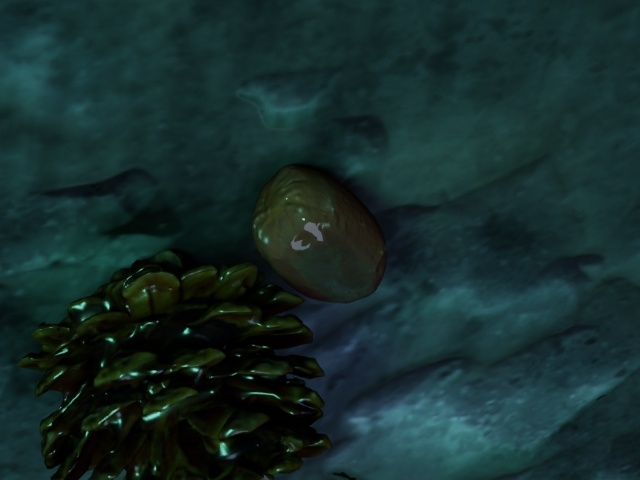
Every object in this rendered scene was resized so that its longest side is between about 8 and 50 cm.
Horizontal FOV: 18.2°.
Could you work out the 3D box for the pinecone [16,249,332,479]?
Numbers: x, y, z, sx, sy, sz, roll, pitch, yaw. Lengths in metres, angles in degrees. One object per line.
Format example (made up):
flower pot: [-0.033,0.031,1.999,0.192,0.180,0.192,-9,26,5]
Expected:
pinecone: [-0.069,0.089,1.026,0.174,0.173,0.173,-17,139,-15]

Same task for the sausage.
sausage: [0.000,0.000,1.054,0.059,0.054,0.094,-37,140,8]
